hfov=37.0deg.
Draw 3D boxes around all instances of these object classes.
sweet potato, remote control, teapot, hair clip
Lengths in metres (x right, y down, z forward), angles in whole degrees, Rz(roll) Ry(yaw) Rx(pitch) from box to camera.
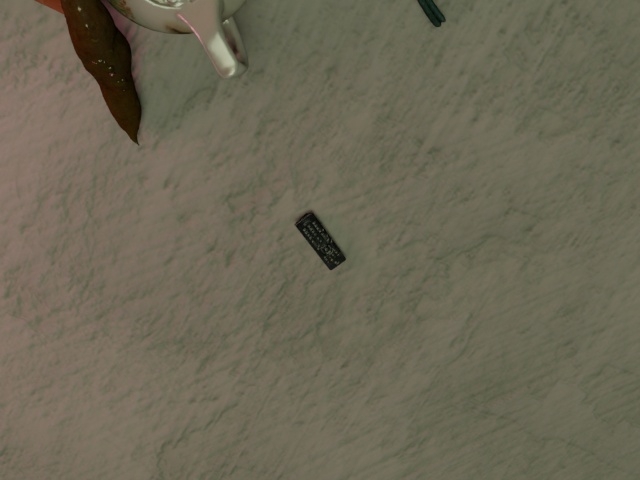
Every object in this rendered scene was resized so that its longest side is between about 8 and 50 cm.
[{"bbox_3d":[-0.257,-0.220,1.151,0.067,0.067,0.273,-8,143,4],"label":"sweet potato"},{"bbox_3d":[0.000,0.000,1.333,0.034,0.016,0.091,-36,115,0],"label":"remote control"},{"bbox_3d":[-0.160,-0.324,1.084,0.204,0.139,0.298,-31,114,12],"label":"teapot"},{"bbox_3d":[0.106,-0.358,1.132,0.070,0.039,0.229,-13,123,7],"label":"hair clip"}]

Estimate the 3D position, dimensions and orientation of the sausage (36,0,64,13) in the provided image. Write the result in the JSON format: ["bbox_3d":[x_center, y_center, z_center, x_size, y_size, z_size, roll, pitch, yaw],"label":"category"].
[{"bbox_3d":[-0.345,-0.322,1.123,0.169,0.065,0.065,25,116,-13],"label":"sausage"}]
